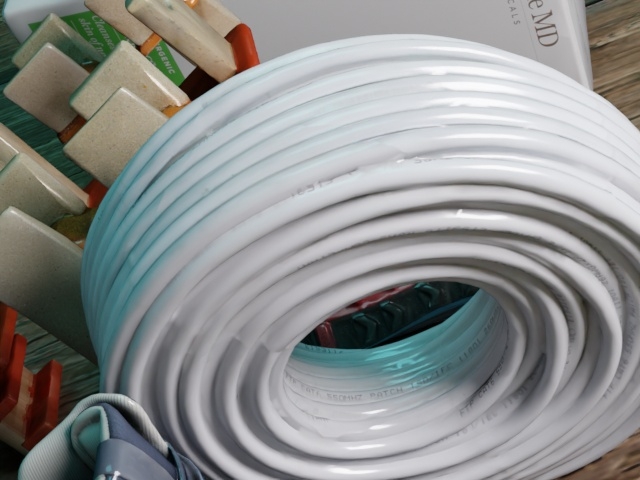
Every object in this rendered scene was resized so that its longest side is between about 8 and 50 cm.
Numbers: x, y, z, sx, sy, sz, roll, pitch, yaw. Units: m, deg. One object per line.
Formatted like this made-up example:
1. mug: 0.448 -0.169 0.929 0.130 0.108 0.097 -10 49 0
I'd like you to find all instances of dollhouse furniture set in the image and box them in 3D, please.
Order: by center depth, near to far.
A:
1. dollhouse furniture set: -0.124 -0.015 0.717 0.259 0.135 0.262 -44 25 16

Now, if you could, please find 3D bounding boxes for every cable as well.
1. cable: 0.029 0.031 0.561 0.257 0.257 0.089 -40 41 27

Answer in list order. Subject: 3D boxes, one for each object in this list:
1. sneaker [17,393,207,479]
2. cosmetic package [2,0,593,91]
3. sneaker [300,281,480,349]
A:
1. sneaker: -0.016 0.124 0.513 0.226 0.163 0.086 -15 40 8
2. cosmetic package: -0.007 -0.177 0.928 0.365 0.197 0.155 -9 49 19
3. sneaker: 0.052 0.017 0.715 0.262 0.125 0.104 -12 72 8
